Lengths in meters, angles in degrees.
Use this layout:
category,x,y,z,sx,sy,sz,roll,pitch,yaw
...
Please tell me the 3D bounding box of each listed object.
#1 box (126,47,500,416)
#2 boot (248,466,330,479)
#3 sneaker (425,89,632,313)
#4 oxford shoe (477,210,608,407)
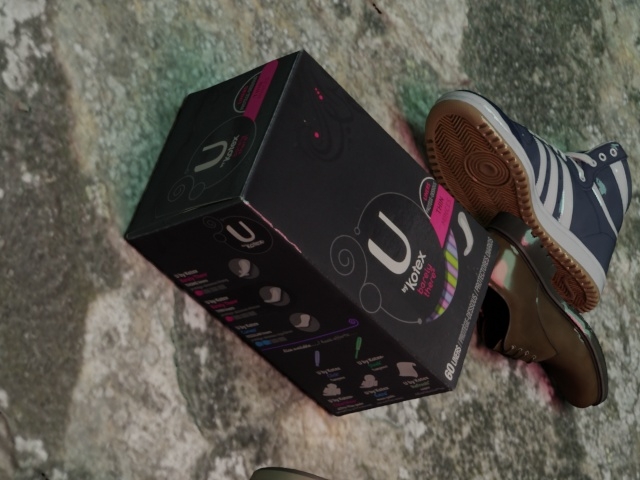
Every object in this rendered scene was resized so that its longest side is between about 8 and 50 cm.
category,x,y,z,sx,sy,sz,roll,pitch,yaw
box,0.000,0.000,1.641,0.270,0.143,0.165,42,50,-30
boot,0.014,0.375,1.401,0.284,0.138,0.377,-50,117,-30
sneaker,0.207,-0.075,1.917,0.282,0.099,0.153,52,51,-32
oxford shoe,0.197,0.086,1.889,0.096,0.083,0.227,-45,116,-18
